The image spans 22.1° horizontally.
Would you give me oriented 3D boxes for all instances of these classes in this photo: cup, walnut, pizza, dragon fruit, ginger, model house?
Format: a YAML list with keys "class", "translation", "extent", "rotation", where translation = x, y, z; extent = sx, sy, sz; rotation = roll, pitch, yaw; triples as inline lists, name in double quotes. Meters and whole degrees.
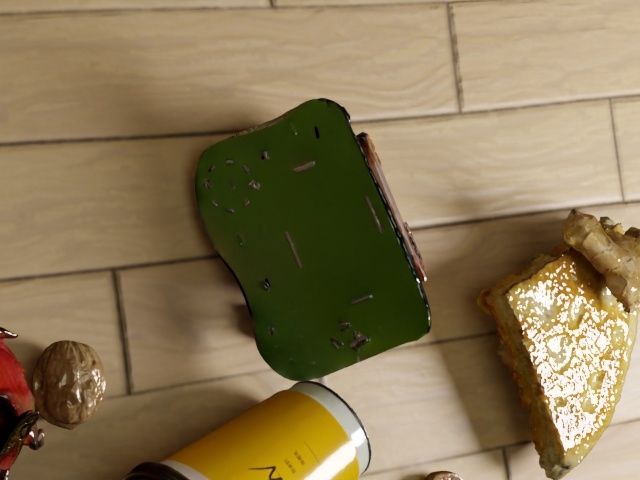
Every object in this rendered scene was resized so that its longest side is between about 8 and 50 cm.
- class: "cup"
  translation: [-0.082, 0.277, 1.789]
  extent: [0.280, 0.196, 0.196]
  rotation: [-36, 104, -36]
- class: "walnut"
  translation: [-0.267, 0.154, 1.744]
  extent: [0.083, 0.079, 0.096]
  rotation: [1, 86, -29]
- class: "pizza"
  translation: [0.333, 0.133, 2.091]
  extent: [0.258, 0.087, 0.268]
  rotation: [-26, 100, -33]
- class: "dragon fruit"
  translation: [-0.373, 0.178, 1.614]
  extent: [0.192, 0.193, 0.274]
  rotation: [-18, 83, -10]
- class: "ginger"
  translation: [0.374, 0.012, 2.045]
  extent: [0.165, 0.067, 0.096]
  rotation: [47, 69, -22]
- class: "model house"
  translation: [0.000, -0.001, 1.901]
  extent: [0.207, 0.154, 0.293]
  rotation: [-23, 89, 14]

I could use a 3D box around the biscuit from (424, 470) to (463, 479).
- class: "biscuit"
  translation: [0.156, 0.387, 1.997]
  extent: [0.138, 0.031, 0.205]
  rotation: [18, 77, -27]
